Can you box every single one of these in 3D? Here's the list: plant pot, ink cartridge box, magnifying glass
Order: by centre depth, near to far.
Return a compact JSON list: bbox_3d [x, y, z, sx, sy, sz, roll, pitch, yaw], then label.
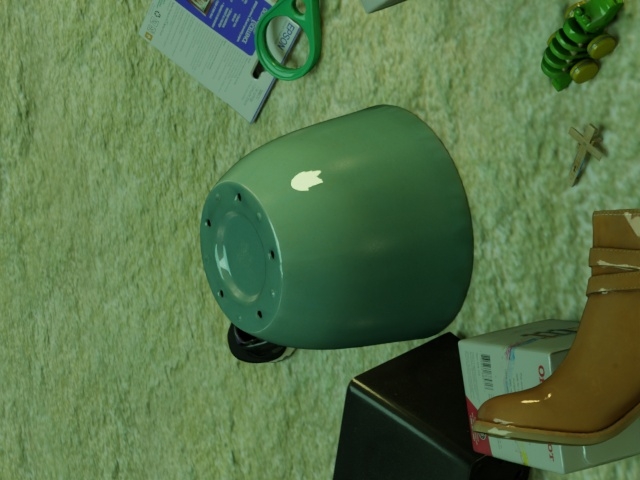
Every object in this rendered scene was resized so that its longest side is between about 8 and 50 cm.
[{"bbox_3d":[0.248,0.160,1.728,0.176,0.127,0.128,5,104,64],"label":"ink cartridge box"},{"bbox_3d":[0.142,0.245,1.903,0.167,0.188,0.187,29,124,33],"label":"plant pot"},{"bbox_3d":[0.000,0.000,1.969,0.293,0.235,0.293,25,121,50],"label":"plant pot"},{"bbox_3d":[-0.021,-0.303,2.078,0.092,0.026,0.231,35,129,17],"label":"magnifying glass"},{"bbox_3d":[-0.130,-0.288,2.213,0.208,0.045,0.206,39,138,6],"label":"ink cartridge box"}]

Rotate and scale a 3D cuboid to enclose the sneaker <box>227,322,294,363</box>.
[{"bbox_3d":[-0.080,0.107,2.226,0.283,0.124,0.107,-31,74,56],"label":"sneaker"}]

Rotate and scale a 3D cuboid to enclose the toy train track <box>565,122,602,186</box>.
[{"bbox_3d":[0.275,-0.090,1.727,0.048,0.014,0.083,47,142,28],"label":"toy train track"}]

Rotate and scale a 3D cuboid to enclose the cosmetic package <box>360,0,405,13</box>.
[{"bbox_3d":[0.160,-0.348,1.535,0.156,0.217,0.385,67,165,-1],"label":"cosmetic package"}]

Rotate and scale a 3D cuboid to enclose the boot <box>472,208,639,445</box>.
[{"bbox_3d":[0.274,0.080,1.574,0.109,0.283,0.220,16,-114,-80],"label":"boot"}]

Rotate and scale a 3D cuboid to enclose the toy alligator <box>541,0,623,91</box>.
[{"bbox_3d":[0.266,-0.215,1.662,0.056,0.051,0.190,60,143,25],"label":"toy alligator"}]
